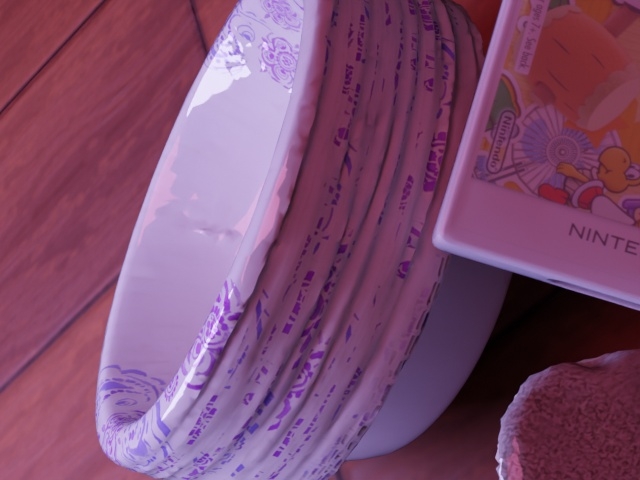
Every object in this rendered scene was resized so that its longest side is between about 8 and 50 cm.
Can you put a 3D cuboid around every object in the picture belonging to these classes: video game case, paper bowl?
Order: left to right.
[{"bbox_3d":[0.000,0.000,0.840,0.284,0.148,0.284,-161,90,-73],"label":"paper bowl"},{"bbox_3d":[0.178,-0.075,0.708,0.026,0.206,0.227,100,-173,-81],"label":"video game case"}]

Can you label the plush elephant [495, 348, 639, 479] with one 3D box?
[{"bbox_3d":[0.112,0.187,0.581,0.330,0.255,0.272,-22,56,39],"label":"plush elephant"}]
